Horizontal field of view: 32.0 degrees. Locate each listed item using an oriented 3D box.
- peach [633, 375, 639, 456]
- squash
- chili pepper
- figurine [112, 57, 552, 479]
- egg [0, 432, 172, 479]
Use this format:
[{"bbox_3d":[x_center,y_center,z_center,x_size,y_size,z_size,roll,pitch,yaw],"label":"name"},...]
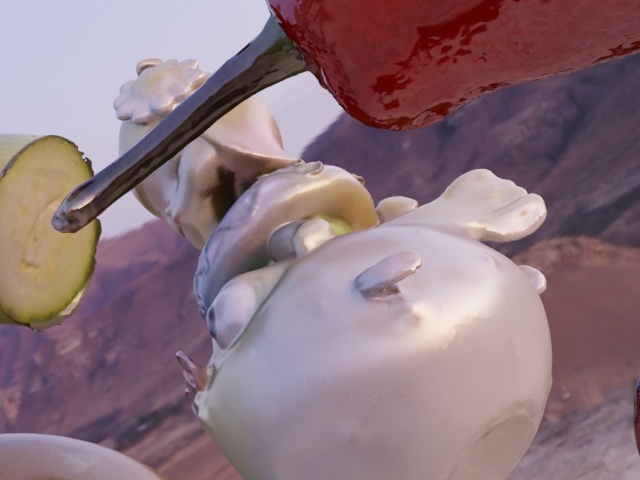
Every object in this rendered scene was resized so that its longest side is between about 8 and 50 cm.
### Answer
[{"bbox_3d":[0.390,0.177,1.028,0.189,0.279,0.068,-27,23,0],"label":"peach"},{"bbox_3d":[-0.235,-0.010,0.690,0.186,0.123,0.123,4,18,26],"label":"squash"},{"bbox_3d":[0.044,-0.110,0.396,0.338,0.131,0.134,-15,1,34],"label":"chili pepper"},{"bbox_3d":[0.000,0.000,0.730,0.274,0.394,0.226,-27,-40,-24],"label":"figurine"},{"bbox_3d":[-0.212,0.298,0.867,0.282,0.351,0.282,-56,14,21],"label":"egg"}]
